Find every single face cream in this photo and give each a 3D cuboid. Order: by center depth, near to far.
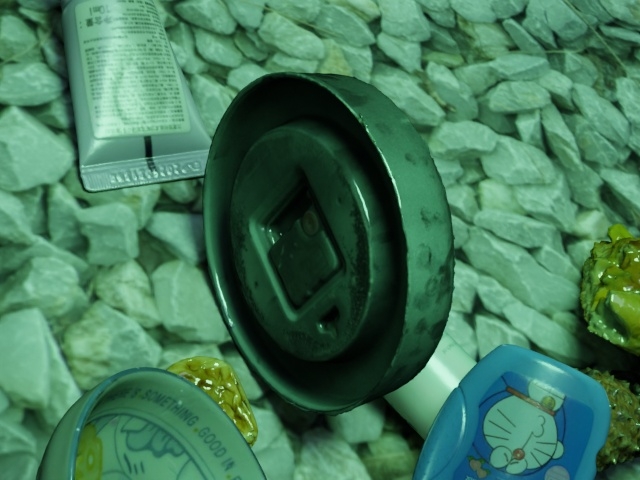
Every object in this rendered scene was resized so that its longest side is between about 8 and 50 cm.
[{"bbox_3d":[0.151,0.228,1.057,0.149,0.083,0.264,23,82,8],"label":"face cream"},{"bbox_3d":[0.114,0.142,1.163,0.311,0.092,0.092,45,52,15],"label":"face cream"},{"bbox_3d":[-0.210,-0.186,1.286,0.154,0.096,0.274,-8,72,-30],"label":"face cream"}]

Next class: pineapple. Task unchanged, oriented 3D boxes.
[{"bbox_3d":[0.323,0.181,1.216,0.237,0.111,0.119,0,84,-29],"label":"pineapple"}]

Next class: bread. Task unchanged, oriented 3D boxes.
[{"bbox_3d":[-0.107,0.157,1.096,0.083,0.044,0.111,-15,61,-26],"label":"bread"}]

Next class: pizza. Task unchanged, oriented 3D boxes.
[{"bbox_3d":[0.402,0.092,1.251,0.268,0.087,0.258,30,21,0],"label":"pizza"}]

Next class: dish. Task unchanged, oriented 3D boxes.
[{"bbox_3d":[-0.151,0.250,0.949,0.273,0.133,0.273,48,28,-35],"label":"dish"}]

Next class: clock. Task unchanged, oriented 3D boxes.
[{"bbox_3d":[-0.002,-0.001,1.082,0.061,0.312,0.313,-11,60,-36],"label":"clock"}]
